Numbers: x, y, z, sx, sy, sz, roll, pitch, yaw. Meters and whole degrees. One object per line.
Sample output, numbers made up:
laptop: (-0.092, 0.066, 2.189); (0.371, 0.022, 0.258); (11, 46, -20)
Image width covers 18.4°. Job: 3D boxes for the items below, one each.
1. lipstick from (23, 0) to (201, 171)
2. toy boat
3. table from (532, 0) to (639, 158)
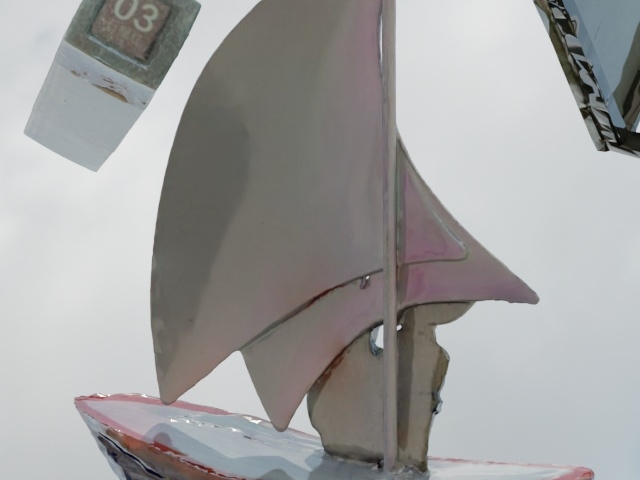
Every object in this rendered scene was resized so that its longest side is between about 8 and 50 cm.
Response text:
lipstick: (-0.169, -0.127, 1.528); (0.079, 0.076, 0.371); (28, -13, -9)
toy boat: (-0.020, 0.018, 0.807); (0.219, 0.072, 0.318); (-21, -90, 27)
table: (0.283, -0.180, 1.080); (0.272, 0.222, 0.335); (18, -15, 26)
